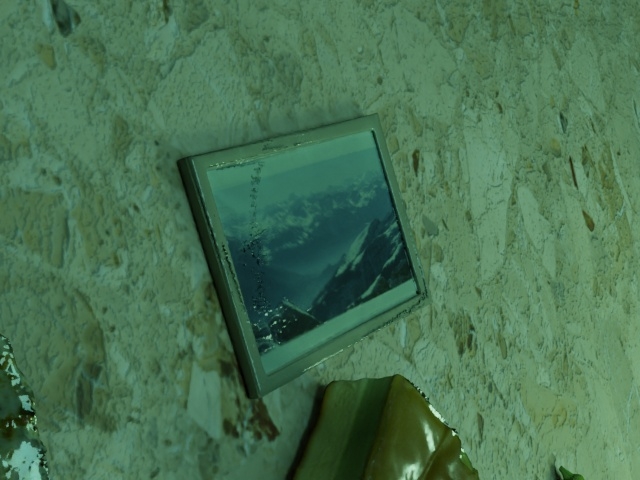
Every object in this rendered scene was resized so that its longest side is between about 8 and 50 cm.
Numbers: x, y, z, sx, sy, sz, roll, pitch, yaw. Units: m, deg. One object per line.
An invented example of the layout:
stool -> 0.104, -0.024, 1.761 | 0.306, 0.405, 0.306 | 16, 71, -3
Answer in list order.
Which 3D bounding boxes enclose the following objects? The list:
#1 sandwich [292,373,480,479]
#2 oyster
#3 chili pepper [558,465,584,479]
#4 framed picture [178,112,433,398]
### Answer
sandwich -> 0.075, 0.274, 0.991 | 0.220, 0.108, 0.186 | 50, 46, -33
oyster -> -0.246, 0.137, 0.682 | 0.105, 0.056, 0.177 | -11, 89, -63
chili pepper -> 0.371, 0.428, 1.359 | 0.049, 0.043, 0.208 | 23, 62, -59
framed picture -> 0.000, 0.000, 1.046 | 0.335, 0.022, 0.247 | -20, 95, -51
